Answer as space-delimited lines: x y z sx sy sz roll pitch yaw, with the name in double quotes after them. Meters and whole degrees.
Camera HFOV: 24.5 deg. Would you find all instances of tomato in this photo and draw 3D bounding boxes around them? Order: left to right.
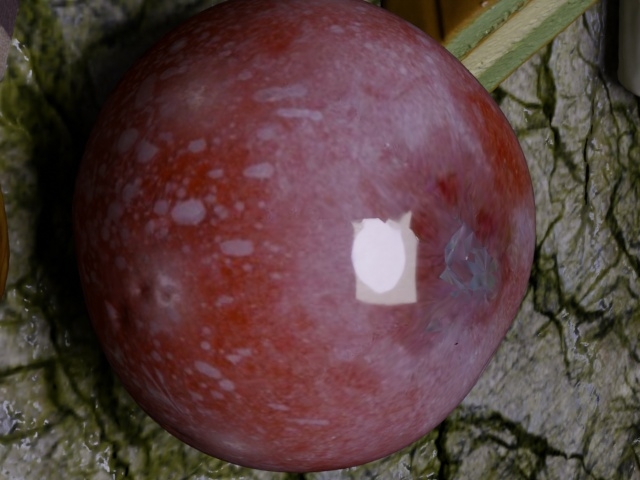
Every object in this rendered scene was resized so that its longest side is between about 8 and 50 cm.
0.000 0.000 0.822 0.270 0.227 0.270 -13 108 -43 "tomato"

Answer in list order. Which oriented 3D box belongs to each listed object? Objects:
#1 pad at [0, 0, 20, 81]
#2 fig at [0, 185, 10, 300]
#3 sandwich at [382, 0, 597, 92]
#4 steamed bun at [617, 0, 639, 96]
-0.181 -0.256 0.629 0.220 0.004 0.330 33 56 -47 "pad"
-0.217 -0.060 0.618 0.190 0.190 0.290 11 79 -48 "fig"
0.085 -0.205 1.015 0.117 0.144 0.187 -4 68 -47 "sandwich"
0.338 -0.192 1.177 0.200 0.170 0.226 -14 113 -50 "steamed bun"
